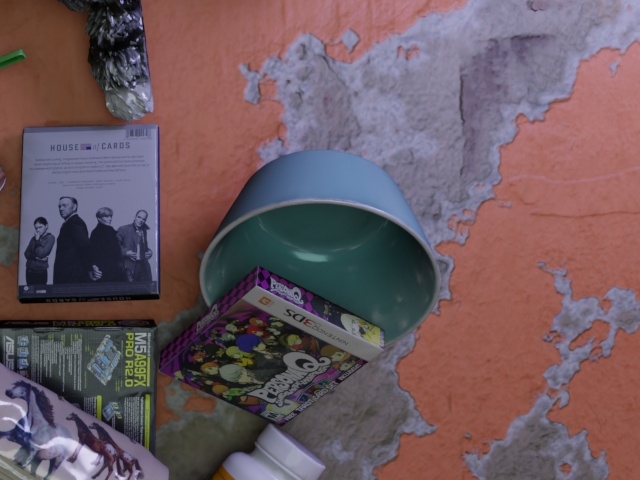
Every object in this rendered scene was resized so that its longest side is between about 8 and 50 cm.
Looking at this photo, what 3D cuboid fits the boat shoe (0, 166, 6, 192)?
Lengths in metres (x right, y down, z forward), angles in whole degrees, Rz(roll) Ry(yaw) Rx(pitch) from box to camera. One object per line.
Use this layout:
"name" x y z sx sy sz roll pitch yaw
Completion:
"boat shoe" -0.526 0.021 1.677 0.324 0.123 0.116 -44 137 -8

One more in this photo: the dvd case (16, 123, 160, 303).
"dvd case" -0.297 -0.037 1.689 0.179 0.029 0.238 -2 69 -3

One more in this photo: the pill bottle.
"pill bottle" -0.106 0.378 1.792 0.136 0.136 0.245 38 87 -14

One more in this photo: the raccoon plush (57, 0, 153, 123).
"raccoon plush" -0.383 -0.351 1.620 0.299 0.216 0.446 -7 98 -4

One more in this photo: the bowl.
"bowl" 0.000 0.000 1.724 0.312 0.163 0.311 0 137 0

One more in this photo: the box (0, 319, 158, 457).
"box" -0.331 0.243 1.764 0.216 0.060 0.270 0 97 -14

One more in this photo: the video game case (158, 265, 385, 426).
"video game case" -0.066 0.146 1.736 0.210 0.042 0.232 29 131 -26

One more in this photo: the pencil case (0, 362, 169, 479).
"pencil case" -0.376 0.263 1.630 0.410 0.183 0.160 35 111 -14

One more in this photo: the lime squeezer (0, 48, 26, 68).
"lime squeezer" -0.510 -0.146 1.659 0.310 0.110 0.059 -53 139 -10
